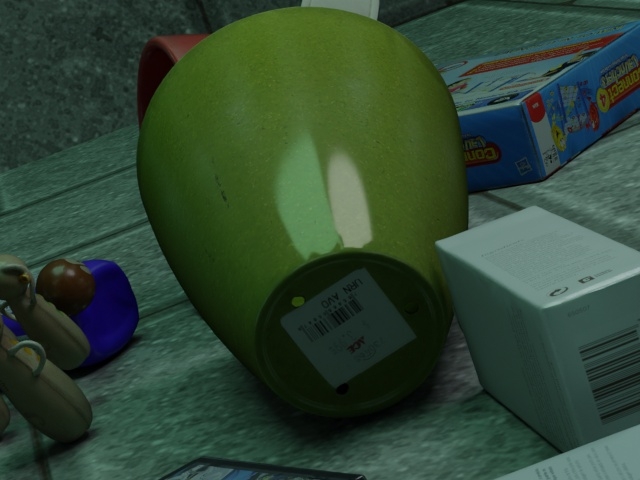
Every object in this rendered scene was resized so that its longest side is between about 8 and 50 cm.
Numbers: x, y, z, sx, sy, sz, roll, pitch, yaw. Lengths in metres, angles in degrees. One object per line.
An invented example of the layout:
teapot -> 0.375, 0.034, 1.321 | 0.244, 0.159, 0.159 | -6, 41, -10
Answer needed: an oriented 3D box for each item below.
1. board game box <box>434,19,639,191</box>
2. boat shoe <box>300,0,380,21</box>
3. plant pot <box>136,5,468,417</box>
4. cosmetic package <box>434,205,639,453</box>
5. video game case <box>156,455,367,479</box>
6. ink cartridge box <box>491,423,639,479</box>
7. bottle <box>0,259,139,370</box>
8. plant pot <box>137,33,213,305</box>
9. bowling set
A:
board game box -> 0.182, -0.138, 1.926 | 0.308, 0.086, 0.302 | -8, 17, 40
boat shoe -> -0.011, -0.137, 1.858 | 0.116, 0.319, 0.099 | 17, -3, -1
plant pot -> 0.000, 0.000, 1.317 | 0.275, 0.275, 0.293 | -19, 28, 3
cosmetic package -> 0.154, 0.057, 1.096 | 0.085, 0.117, 0.231 | -20, 14, -7
video game case -> -0.132, 0.204, 0.980 | 0.275, 0.035, 0.248 | -28, 7, -24
ink cartridge box -> 0.123, 0.164, 0.850 | 0.224, 0.045, 0.223 | -20, 12, 4
bottle -> -0.319, 0.090, 1.691 | 0.283, 0.092, 0.118 | -13, 16, 28
plant pot -> -0.024, -0.081, 1.658 | 0.243, 0.275, 0.275 | -13, 10, -18
bowling set -> -0.299, 0.065, 1.499 | 0.287, 0.154, 0.200 | -11, 41, 37
